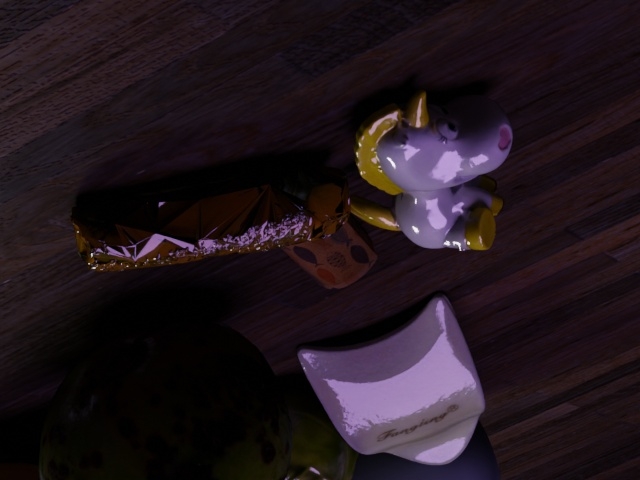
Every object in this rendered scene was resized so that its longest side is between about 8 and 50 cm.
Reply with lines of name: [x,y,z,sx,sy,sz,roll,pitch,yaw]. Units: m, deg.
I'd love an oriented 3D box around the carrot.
carrot: [-0.087,-0.018,1.442,0.229,0.069,0.069,-10,158,-18]

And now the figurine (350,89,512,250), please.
figurine: [0.089,-0.061,1.455,0.130,0.109,0.178,-7,148,-6]

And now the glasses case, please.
glasses case: [0.000,0.000,1.595,0.065,0.041,0.170,-23,159,8]

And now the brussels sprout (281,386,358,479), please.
brussels sprout: [-0.034,0.224,2.024,0.149,0.122,0.151,12,164,14]

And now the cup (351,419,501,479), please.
cup: [0.050,0.312,2.199,0.312,0.205,0.205,-15,159,-16]

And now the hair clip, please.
hair clip: [0.097,0.171,2.010,0.172,0.113,0.282,-21,159,6]

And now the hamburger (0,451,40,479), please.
hamburger: [-0.283,0.416,1.868,0.396,0.395,0.277,-23,170,12]

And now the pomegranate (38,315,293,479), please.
pomegranate: [-0.143,0.219,1.700,0.242,0.242,0.306,-13,136,-15]
